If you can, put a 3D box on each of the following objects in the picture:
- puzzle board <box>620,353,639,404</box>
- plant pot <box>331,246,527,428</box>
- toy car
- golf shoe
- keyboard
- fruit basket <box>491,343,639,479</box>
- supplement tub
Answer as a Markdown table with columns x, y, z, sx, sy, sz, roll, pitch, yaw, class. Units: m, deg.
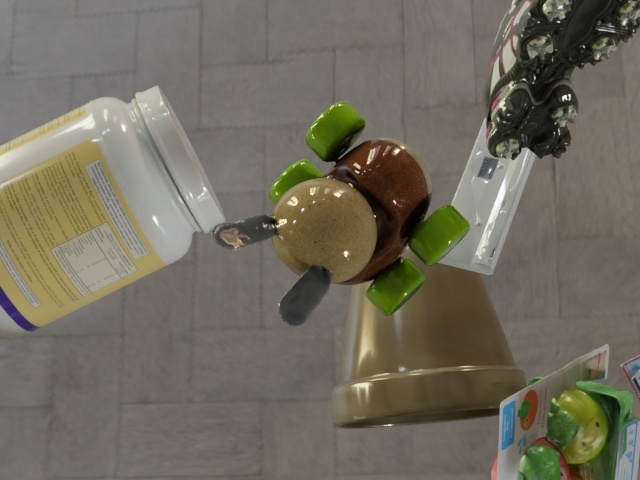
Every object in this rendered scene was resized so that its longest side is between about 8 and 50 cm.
| x | y | z | sx | sy | sz | roll | pitch | yaw | class |
| --- | --- | --- | --- | --- | --- | --- | --- | --- | --- |
| 0.464 | 0.197 | 1.451 | 0.096 | 0.011 | 0.128 | -28 | 93 | 0 | puzzle board |
| 0.166 | 0.154 | 1.815 | 0.323 | 0.323 | 0.281 | -7 | 78 | 8 | plant pot |
| 0.000 | 0.000 | 0.911 | 0.155 | 0.149 | 0.188 | 45 | 43 | 10 | toy car |
| 0.203 | -0.193 | 0.989 | 0.105 | 0.273 | 0.120 | 2 | 53 | -16 | golf shoe |
| 0.199 | -0.079 | 1.253 | 0.072 | 0.014 | 0.256 | 11 | 64 | 27 | keyboard |
| 0.346 | 0.345 | 1.625 | 0.165 | 0.353 | 0.327 | 9 | 104 | 30 | fruit basket |
| -0.318 | -0.043 | 1.473 | 0.331 | 0.241 | 0.241 | -26 | 72 | -2 | supplement tub |
